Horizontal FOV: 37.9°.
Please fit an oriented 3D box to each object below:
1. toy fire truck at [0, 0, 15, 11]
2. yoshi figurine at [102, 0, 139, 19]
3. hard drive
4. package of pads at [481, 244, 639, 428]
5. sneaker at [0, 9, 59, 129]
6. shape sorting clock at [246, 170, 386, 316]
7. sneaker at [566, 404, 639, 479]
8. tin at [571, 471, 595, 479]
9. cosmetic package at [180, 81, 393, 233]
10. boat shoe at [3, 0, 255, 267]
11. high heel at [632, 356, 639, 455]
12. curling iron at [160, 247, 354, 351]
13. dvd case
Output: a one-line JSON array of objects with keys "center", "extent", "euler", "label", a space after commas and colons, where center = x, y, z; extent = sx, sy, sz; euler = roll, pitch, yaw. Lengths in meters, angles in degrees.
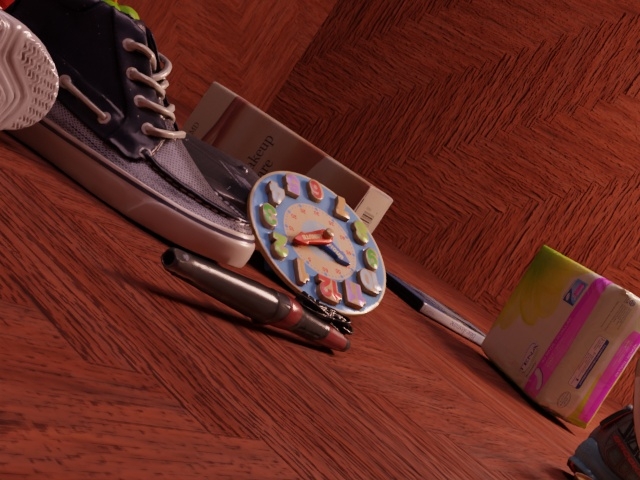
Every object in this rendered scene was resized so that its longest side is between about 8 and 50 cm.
[{"center": [-0.359, -0.307, 1.028], "extent": [0.158, 0.246, 0.217], "euler": [33, 5, -14], "label": "toy fire truck"}, {"center": [-0.429, -0.319, 1.468], "extent": [0.362, 0.203, 0.203], "euler": [20, -46, 40], "label": "yoshi figurine"}, {"center": [-0.153, -0.079, 1.128], "extent": [0.255, 0.054, 0.172], "euler": [24, 18, -46], "label": "hard drive"}, {"center": [0.395, 0.154, 1.529], "extent": [0.101, 0.229, 0.296], "euler": [29, 7, -15], "label": "package of pads"}, {"center": [-0.344, -0.185, 0.757], "extent": [0.153, 0.101, 0.268], "euler": [40, 10, 36], "label": "sneaker"}, {"center": [0.000, 0.000, 1.108], "extent": [0.206, 0.040, 0.206], "euler": [28, 42, -29], "label": "shape sorting clock"}, {"center": [0.407, 0.272, 1.040], "extent": [0.262, 0.125, 0.104], "euler": [31, 6, -22], "label": "sneaker"}, {"center": [0.294, 0.272, 0.843], "extent": [0.190, 0.040, 0.106], "euler": [32, 9, -23], "label": "tin"}, {"center": [-0.063, -0.087, 1.365], "extent": [0.296, 0.153, 0.129], "euler": [34, 4, 20], "label": "cosmetic package"}, {"center": [-0.180, -0.123, 0.902], "extent": [0.340, 0.158, 0.127], "euler": [33, 5, 2], "label": "boat shoe"}, {"center": [0.401, 0.256, 0.968], "extent": [0.186, 0.093, 0.261], "euler": [50, 17, -47], "label": "high heel"}, {"center": [-0.047, 0.053, 0.773], "extent": [0.068, 0.035, 0.274], "euler": [32, 2, 31], "label": "curling iron"}, {"center": [0.227, 0.136, 1.825], "extent": [0.253, 0.022, 0.180], "euler": [30, 5, -36], "label": "dvd case"}]
